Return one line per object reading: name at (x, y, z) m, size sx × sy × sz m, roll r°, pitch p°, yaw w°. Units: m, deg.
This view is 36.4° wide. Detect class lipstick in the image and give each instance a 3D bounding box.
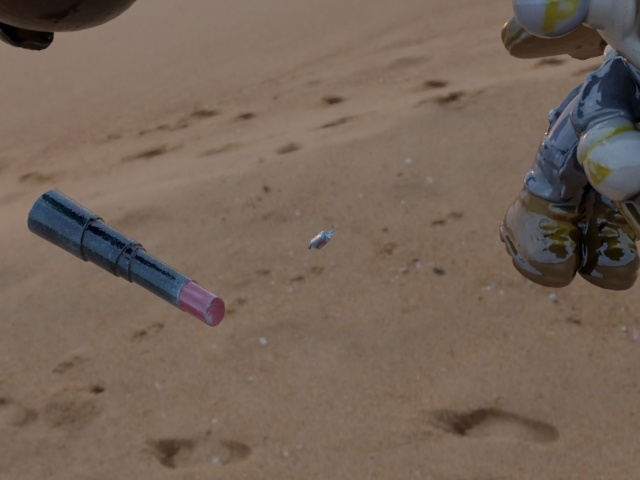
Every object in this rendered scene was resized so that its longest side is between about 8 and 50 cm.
lipstick at (-0.199, 0.025, 1.007) m, size 0.234 × 0.053 × 0.053 m, roll 30°, pitch 47°, yaw 18°

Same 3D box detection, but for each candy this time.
candy at (0.000, 0.001, 1.856) m, size 0.083 × 0.020 × 0.030 m, roll -32°, pitch 28°, yaw 49°

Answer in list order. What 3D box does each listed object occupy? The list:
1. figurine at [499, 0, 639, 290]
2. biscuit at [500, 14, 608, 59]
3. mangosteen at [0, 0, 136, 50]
figurine at (0.240, -0.124, 0.660) m, size 0.261 × 0.382 × 0.186 m, roll -3°, pitch 39°, yaw -26°
biscuit at (0.427, -0.321, 1.140) m, size 0.368 × 0.076 × 0.394 m, roll -15°, pitch -13°, yaw -13°
mangosteen at (-0.267, -0.296, 0.926) m, size 0.228 × 0.228 × 0.265 m, roll -32°, pitch -5°, yaw -28°
